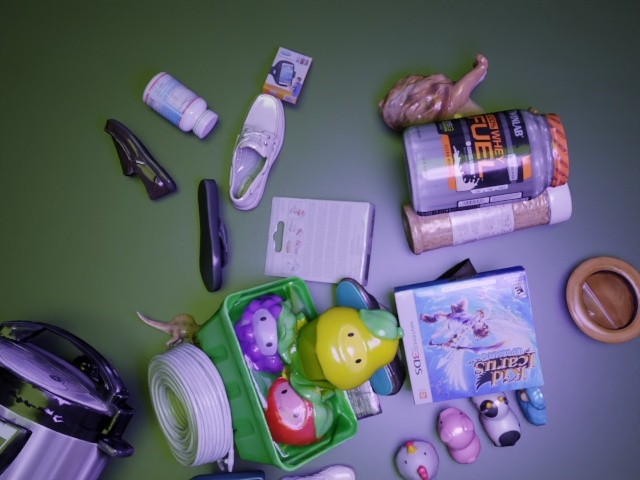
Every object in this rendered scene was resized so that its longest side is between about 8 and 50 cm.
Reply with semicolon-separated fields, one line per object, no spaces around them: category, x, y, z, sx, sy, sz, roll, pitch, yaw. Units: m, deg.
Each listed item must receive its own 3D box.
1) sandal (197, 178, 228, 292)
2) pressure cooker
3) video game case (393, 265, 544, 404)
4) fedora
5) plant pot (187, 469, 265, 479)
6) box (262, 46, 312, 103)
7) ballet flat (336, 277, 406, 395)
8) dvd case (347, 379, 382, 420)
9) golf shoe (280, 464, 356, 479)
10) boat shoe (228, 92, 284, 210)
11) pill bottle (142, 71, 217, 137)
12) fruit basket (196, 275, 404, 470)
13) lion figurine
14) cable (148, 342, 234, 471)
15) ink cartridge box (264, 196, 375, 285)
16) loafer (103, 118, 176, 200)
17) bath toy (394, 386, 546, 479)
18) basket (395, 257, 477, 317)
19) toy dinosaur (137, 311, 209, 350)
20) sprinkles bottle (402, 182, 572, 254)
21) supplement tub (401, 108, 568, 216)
sandal;-0.233;-0.012;1.862;0.055;0.097;0.254;0;85;-26
pressure cooker;-0.604;0.379;1.697;0.370;0.375;0.420;32;85;-28
video game case;0.303;0.196;1.708;0.270;0.061;0.244;-10;98;7
fedora;0.629;0.133;1.842;0.194;0.079;0.194;-1;79;3
plant pot;-0.185;0.562;1.736;0.166;0.234;0.165;-5;84;1
box;-0.073;-0.382;1.899;0.081;0.028;0.136;19;67;-1
ballet flat;0.115;0.204;1.838;0.095;0.096;0.280;-16;96;41
dvd case;0.010;0.337;1.861;0.221;0.018;0.164;-16;85;-1
golf shoe;-0.007;0.537;1.812;0.176;0.086;0.069;-14;83;-2
boat shoe;-0.144;-0.206;1.869;0.098;0.096;0.277;12;84;5
pill bottle;-0.315;-0.303;1.885;0.160;0.087;0.087;36;86;3
fruit basket;-0.028;0.249;1.694;0.392;0.283;0.392;10;106;39
lion figurine;0.336;-0.247;1.850;0.392;0.142;0.240;43;94;0
cable;-0.279;0.347;1.755;0.089;0.257;0.257;-17;123;-34
ink cartridge box;0.000;0.000;1.885;0.232;0.066;0.189;4;85;22
loafer;-0.421;-0.180;1.878;0.078;0.080;0.220;-41;86;-3
bath toy;0.317;0.414;1.797;0.348;0.129;0.151;-30;86;-1
basket;0.311;0.190;1.809;0.204;0.154;0.227;-38;89;2
toy dinosaur;-0.320;0.207;1.869;0.183;0.053;0.092;4;70;-6
sprinkles bottle;0.364;-0.062;1.839;0.356;0.121;0.121;-13;85;-1
supplement tub;0.336;-0.164;1.724;0.316;0.193;0.193;-9;85;4
